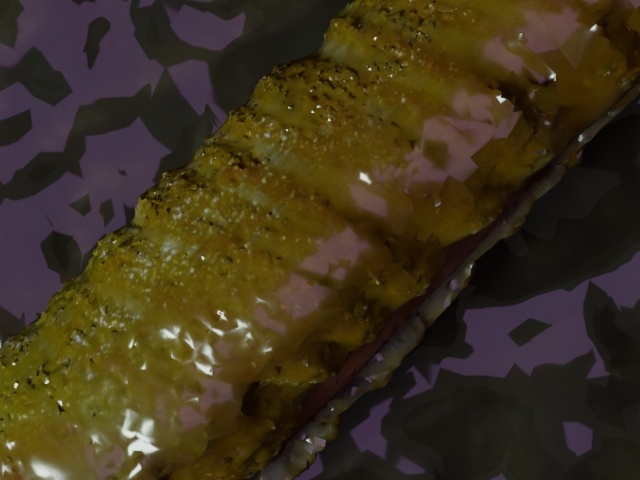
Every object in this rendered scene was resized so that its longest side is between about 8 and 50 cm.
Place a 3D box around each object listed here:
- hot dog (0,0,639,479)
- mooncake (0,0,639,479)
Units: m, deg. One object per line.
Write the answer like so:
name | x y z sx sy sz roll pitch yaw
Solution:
hot dog | -0.001 -0.001 0.506 0.083 0.068 0.289 44 99 1
mooncake | -0.007 -0.004 0.631 0.324 0.187 0.324 0 98 1
